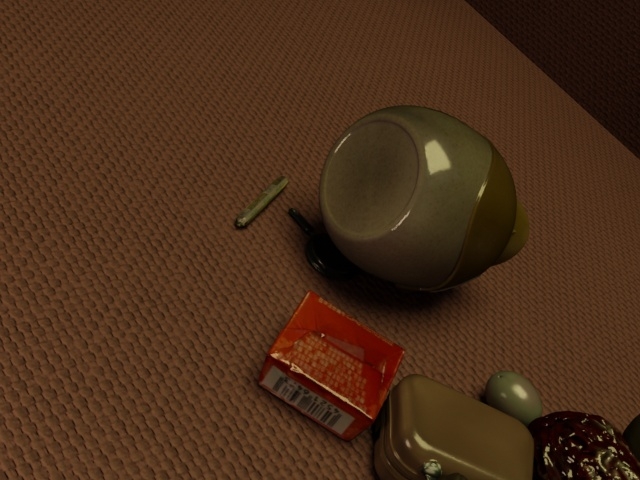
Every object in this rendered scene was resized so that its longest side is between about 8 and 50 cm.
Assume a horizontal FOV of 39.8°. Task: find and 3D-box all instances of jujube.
[{"bbox_3d":[0.530,0.499,1.682,0.258,0.258,0.377,11,47,-26],"label":"jujube"}]

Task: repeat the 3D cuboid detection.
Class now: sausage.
[{"bbox_3d":[-0.134,-0.094,2.077,0.032,0.033,0.269,34,35,4],"label":"sausage"}]

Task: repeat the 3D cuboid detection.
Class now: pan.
[{"bbox_3d":[0.000,0.000,2.066,0.136,0.028,0.235,-13,55,-45],"label":"pan"}]

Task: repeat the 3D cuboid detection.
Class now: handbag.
[{"bbox_3d":[0.246,0.417,1.646,0.301,0.149,0.283,27,34,-10],"label":"handbag"}]

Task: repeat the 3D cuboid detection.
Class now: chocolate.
[{"bbox_3d":[0.020,0.245,1.721,0.237,0.108,0.235,31,36,1],"label":"chocolate"}]

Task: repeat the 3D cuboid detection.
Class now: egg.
[{"bbox_3d":[0.413,0.341,1.893,0.103,0.103,0.135,-19,59,-47],"label":"egg"}]

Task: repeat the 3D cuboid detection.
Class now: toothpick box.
[{"bbox_3d":[0.236,-0.081,2.016,0.425,0.409,0.409,18,34,-47],"label":"toothpick box"}]

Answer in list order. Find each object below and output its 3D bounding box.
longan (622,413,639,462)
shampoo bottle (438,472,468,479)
[{"bbox_3d":[0.753,0.462,1.924,0.220,0.197,0.197,-4,48,-31],"label":"longan"},{"bbox_3d":[0.310,0.545,1.490,0.350,0.125,0.084,48,37,-3],"label":"shampoo bottle"}]
